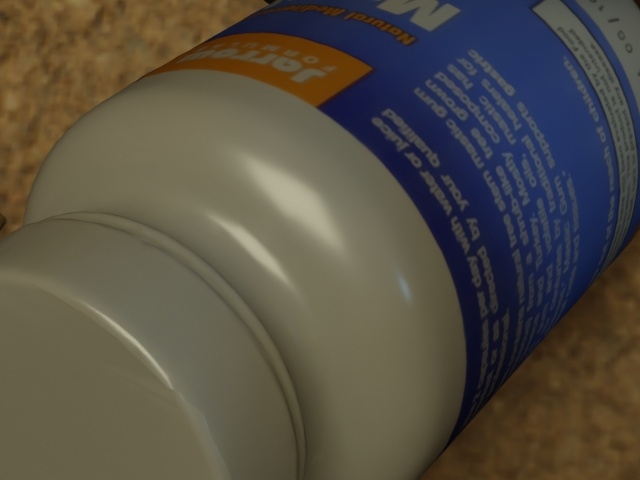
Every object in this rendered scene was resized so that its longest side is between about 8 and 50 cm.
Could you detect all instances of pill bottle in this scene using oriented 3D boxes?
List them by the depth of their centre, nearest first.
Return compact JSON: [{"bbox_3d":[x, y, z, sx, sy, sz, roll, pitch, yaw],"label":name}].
[{"bbox_3d":[0.000,0.000,0.522,0.152,0.152,0.272,32,39,17],"label":"pill bottle"}]

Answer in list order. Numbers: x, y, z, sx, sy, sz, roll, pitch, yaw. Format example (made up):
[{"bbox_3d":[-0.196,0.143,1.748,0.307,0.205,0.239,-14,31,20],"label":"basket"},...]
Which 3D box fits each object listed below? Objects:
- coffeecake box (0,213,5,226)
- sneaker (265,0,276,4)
[{"bbox_3d":[-0.239,-0.054,0.655,0.185,0.142,0.068,36,84,17],"label":"coffeecake box"},{"bbox_3d":[0.118,-0.247,0.677,0.410,0.158,0.182,-39,40,0],"label":"sneaker"}]
